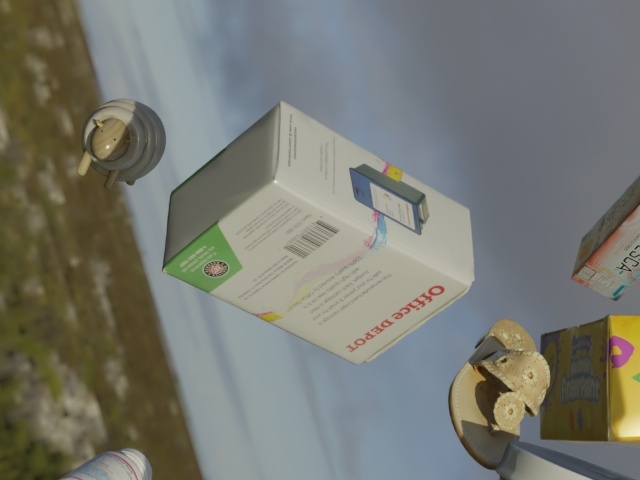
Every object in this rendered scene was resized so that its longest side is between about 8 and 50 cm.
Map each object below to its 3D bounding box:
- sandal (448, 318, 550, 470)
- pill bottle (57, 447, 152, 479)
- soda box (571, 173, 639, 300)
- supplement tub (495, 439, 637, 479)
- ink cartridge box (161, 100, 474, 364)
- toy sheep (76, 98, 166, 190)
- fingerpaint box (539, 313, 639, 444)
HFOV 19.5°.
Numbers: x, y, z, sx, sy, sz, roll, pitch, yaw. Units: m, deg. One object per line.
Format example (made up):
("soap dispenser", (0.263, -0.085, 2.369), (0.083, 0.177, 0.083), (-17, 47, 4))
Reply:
("sandal", (0.193, 0.130, 1.865), (0.088, 0.079, 0.240), (40, 29, -7))
("pill bottle", (-0.295, 0.336, 2.508), (0.160, 0.087, 0.087), (-28, 103, -61))
("soda box", (0.326, -0.014, 1.900), (0.183, 0.058, 0.063), (-54, -169, 53))
("supplement tub", (0.212, 0.370, 1.715), (0.235, 0.235, 0.325), (-158, -93, -84))
("ink cartridge box", (0.000, 0.000, 1.538), (0.212, 0.154, 0.093), (29, 43, -28))
("toy sheep", (-0.196, -0.099, 1.860), (0.132, 0.091, 0.091), (-37, 110, -76))
("fingerpaint box", (0.504, 0.190, 2.415), (0.445, 0.371, 0.163), (128, -37, -83))
